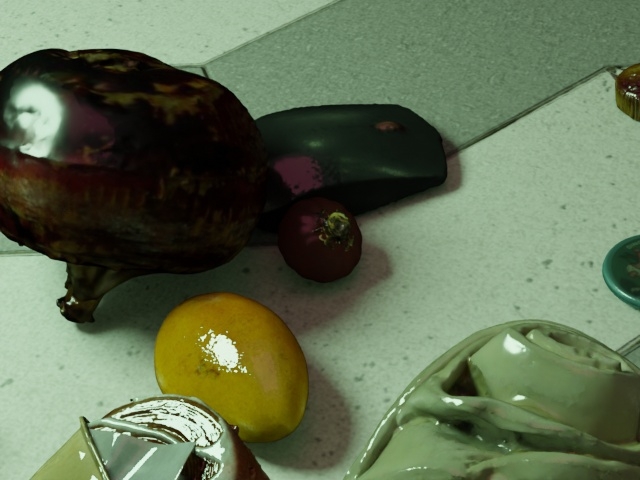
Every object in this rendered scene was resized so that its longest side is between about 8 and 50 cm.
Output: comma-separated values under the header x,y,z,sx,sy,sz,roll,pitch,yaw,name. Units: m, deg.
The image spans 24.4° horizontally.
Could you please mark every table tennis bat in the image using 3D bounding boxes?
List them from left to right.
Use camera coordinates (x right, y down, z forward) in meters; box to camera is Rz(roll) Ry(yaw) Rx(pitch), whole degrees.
x,y,z,sx,sy,sz,roll,pitch,yaw,name
0.385,0.056,1.607,0.124,0.033,0.201,-14,37,-8,table tennis bat

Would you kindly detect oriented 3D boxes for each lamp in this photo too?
x,y,z,sx,sy,sz,roll,pitch,yaw,name
0.000,0.000,1.666,0.101,0.090,0.101,13,61,-25,lamp

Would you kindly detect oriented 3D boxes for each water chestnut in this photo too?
x,y,z,sx,sy,sz,roll,pitch,yaw,name
-0.235,-0.057,1.634,0.350,0.302,0.350,11,10,-2,water chestnut

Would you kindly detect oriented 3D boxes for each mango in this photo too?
x,y,z,sx,sy,sz,roll,pitch,yaw,name
-0.090,0.130,1.517,0.141,0.102,0.217,-31,45,-18,mango

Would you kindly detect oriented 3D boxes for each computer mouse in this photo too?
x,y,z,sx,sy,sz,roll,pitch,yaw,name
0.011,-0.106,1.785,0.295,0.087,0.168,-17,44,-13,computer mouse

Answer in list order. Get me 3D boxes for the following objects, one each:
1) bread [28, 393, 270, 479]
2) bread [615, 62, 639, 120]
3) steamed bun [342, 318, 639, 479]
x,y,z,sx,sy,sz,roll,pitch,yaw,name
-0.153,0.251,1.371,0.211,0.142,0.224,-30,46,-5,bread
0.415,-0.192,1.866,0.085,0.053,0.085,-3,41,3,bread
0.178,0.200,1.310,0.309,0.220,0.324,27,44,36,steamed bun
